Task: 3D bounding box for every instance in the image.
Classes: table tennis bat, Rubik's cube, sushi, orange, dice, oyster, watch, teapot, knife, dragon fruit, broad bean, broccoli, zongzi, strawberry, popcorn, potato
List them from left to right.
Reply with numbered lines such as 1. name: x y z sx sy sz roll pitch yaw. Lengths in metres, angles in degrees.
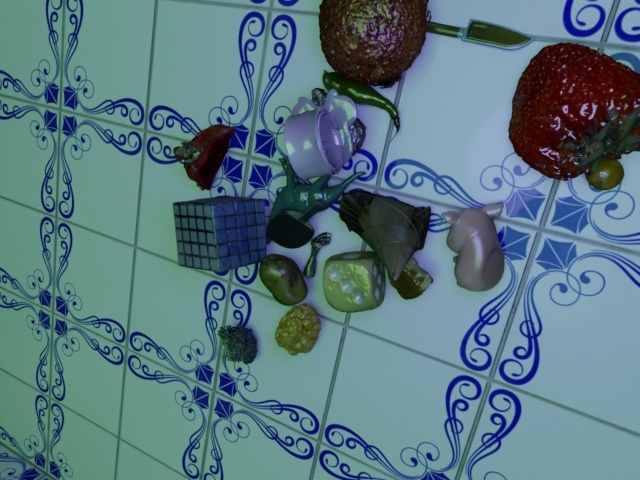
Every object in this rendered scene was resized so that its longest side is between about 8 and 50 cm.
1. dragon fruit: -0.441 -0.321 1.591 0.134 0.211 0.262 32 105 8
2. Rubik's cube: -0.351 -0.029 1.556 0.238 0.237 0.237 6 104 39
3. broccoli: -0.327 0.405 1.721 0.160 0.167 0.154 -33 50 52
4. potato: -0.133 0.138 1.554 0.137 0.154 0.200 -30 114 13
5. table tennis bat: -0.079 -0.055 1.512 0.154 0.021 0.274 33 135 -18
6. popcorn: -0.081 0.328 1.582 0.194 0.140 0.163 -38 78 27
7. teapot: -0.030 0.074 1.564 0.042 0.043 0.111 19 105 20
8. watch: -0.004 -0.304 1.271 0.210 0.217 0.248 -8 102 23
9. oyster: 0.003 -0.001 1.535 0.083 0.019 0.054 -30 64 0
10. sushi: 0.032 -0.360 1.417 0.241 0.107 0.161 41 111 6
11. dice: 0.112 0.131 1.439 0.166 0.169 0.169 -3 98 25
12. broad bean: 0.128 -0.445 1.385 0.318 0.056 0.098 43 98 11
13. zongzi: 0.152 -0.024 1.318 0.289 0.317 0.154 19 126 20
14. knife: 0.424 -0.593 1.247 0.343 0.027 0.061 23 104 19
15. strawberry: 0.614 -0.337 1.098 0.312 0.267 0.351 -30 62 31
16. orange: 0.736 -0.177 1.152 0.085 0.085 0.095 -47 73 24

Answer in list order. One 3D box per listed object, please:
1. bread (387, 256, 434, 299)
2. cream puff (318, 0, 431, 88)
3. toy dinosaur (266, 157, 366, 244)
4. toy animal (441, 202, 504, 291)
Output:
1. bread: 0.275 0.117 1.388 0.128 0.069 0.140 49 157 4
2. cream puff: 0.136 -0.620 1.255 0.350 0.228 0.350 3 97 30
3. toy dinosaur: -0.042 -0.103 1.520 0.383 0.129 0.331 13 115 20
4. toy animal: 0.445 0.026 1.278 0.166 0.154 0.250 -13 94 -17
